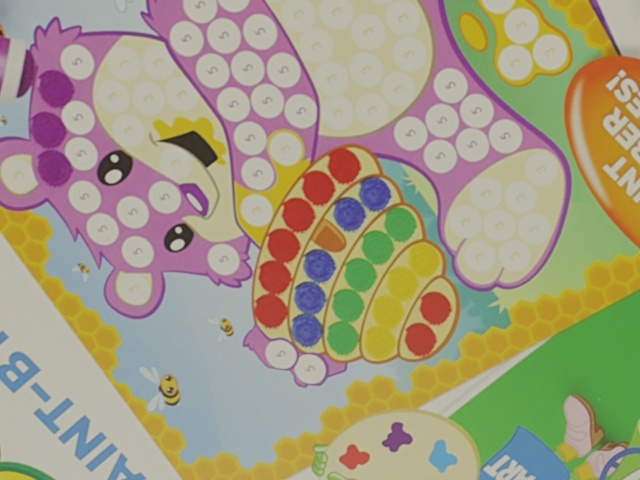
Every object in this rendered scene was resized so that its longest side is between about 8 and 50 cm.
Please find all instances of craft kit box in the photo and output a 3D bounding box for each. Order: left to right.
[{"bbox_3d":[0.000,0.000,0.341,0.250,0.246,0.061,49,-176,-18],"label":"craft kit box"}]
